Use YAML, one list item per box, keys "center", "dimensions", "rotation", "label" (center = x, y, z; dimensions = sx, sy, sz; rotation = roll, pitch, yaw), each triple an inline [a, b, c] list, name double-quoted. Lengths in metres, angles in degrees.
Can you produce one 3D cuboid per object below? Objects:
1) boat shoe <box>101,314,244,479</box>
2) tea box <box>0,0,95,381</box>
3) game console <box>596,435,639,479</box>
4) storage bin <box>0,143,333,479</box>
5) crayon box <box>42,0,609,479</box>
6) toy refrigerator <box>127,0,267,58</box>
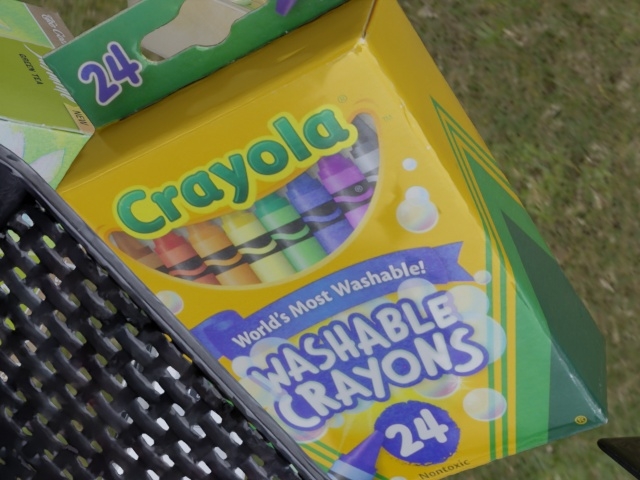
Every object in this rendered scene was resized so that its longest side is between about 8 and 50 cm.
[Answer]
- center: [-0.110, 0.127, 1.027]
  dimensions: [0.108, 0.102, 0.301]
  rotation: [9, 104, -13]
  label: "boat shoe"
- center: [-0.382, -0.039, 1.126]
  dimensions: [0.324, 0.220, 0.329]
  rotation: [5, 127, -45]
  label: "tea box"
- center: [0.264, 0.197, 0.953]
  dimensions: [0.071, 0.122, 0.107]
  rotation: [-27, 132, -22]
  label: "game console"
- center: [-0.070, 0.069, 0.311]
  dimensions: [0.084, 0.122, 0.180]
  rotation: [-43, 89, 16]
  label: "storage bin"
- center: [0.000, 0.000, 0.746]
  dimensions: [0.203, 0.083, 0.323]
  rotation: [-24, 115, 24]
  label: "crayon box"
- center: [-0.076, -0.213, 1.286]
  dimensions: [0.102, 0.269, 0.094]
  rotation: [-19, 124, -33]
  label: "toy refrigerator"
